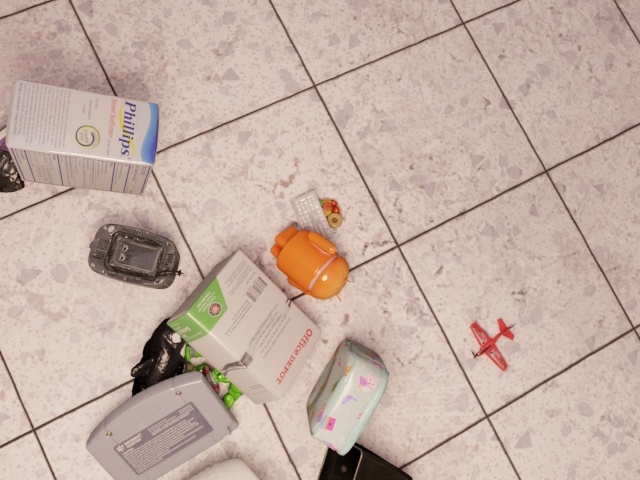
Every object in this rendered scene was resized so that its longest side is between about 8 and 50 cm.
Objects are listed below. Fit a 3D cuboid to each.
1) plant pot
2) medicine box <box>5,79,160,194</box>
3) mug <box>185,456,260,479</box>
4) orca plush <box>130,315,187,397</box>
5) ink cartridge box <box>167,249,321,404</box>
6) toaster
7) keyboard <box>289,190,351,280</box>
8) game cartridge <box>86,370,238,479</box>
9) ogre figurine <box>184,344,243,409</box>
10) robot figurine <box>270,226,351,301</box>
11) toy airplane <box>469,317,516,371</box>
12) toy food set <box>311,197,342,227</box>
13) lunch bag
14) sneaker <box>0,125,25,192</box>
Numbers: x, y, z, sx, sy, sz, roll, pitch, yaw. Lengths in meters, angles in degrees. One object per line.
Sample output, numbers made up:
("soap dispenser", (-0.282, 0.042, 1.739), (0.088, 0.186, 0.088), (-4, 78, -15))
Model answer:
("plant pot", (0.103, 0.580, 1.271), (0.166, 0.188, 0.188), (22, 77, -15))
("medicine box", (-0.532, -0.220, 1.245), (0.289, 0.263, 0.149), (5, 79, -22))
("mug", (-0.219, 0.681, 1.180), (0.328, 0.276, 0.374), (-41, 118, -20))
("orca plush", (-0.412, 0.302, 1.258), (0.287, 0.102, 0.151), (-52, 56, 9))
("ink cartridge box", (-0.166, 0.202, 1.252), (0.289, 0.121, 0.211), (47, 48, -13))
("toaster", (-0.426, 0.046, 1.302), (0.226, 0.146, 0.129), (14, 79, -5))
("keyboard", (0.000, 0.000, 1.422), (0.072, 0.014, 0.256), (-24, 85, 12))
("game cartridge", (-0.360, 0.426, 1.235), (0.294, 0.060, 0.196), (-30, 116, -3))
("ogre figurine", (-0.249, 0.326, 1.305), (0.118, 0.097, 0.197), (-26, 73, 0))
("robot figurine", (-0.021, 0.061, 1.355), (0.219, 0.128, 0.158), (38, 95, 15))
("toy airplane", (0.459, 0.264, 1.446), (0.151, 0.028, 0.151), (1, 81, -9))
("toy food set", (0.017, -0.072, 1.448), (0.082, 0.020, 0.083), (-1, 81, -8))
("lunch bag", (0.055, 0.352, 1.251), (0.107, 0.279, 0.224), (28, 88, -2))
("sneaker", (-0.791, -0.152, 1.312), (0.124, 0.107, 0.283), (46, 77, -4))
